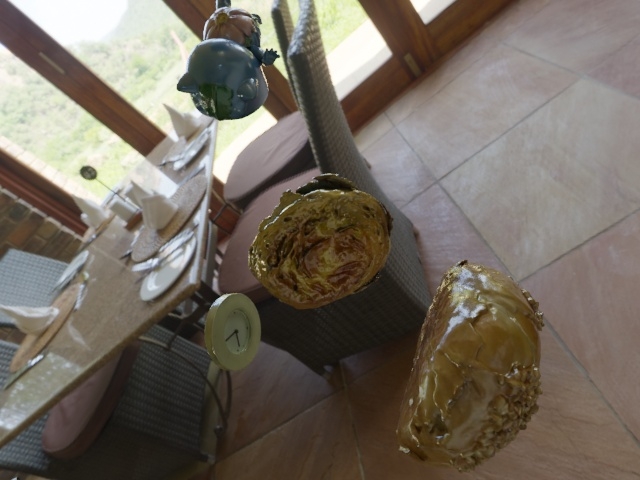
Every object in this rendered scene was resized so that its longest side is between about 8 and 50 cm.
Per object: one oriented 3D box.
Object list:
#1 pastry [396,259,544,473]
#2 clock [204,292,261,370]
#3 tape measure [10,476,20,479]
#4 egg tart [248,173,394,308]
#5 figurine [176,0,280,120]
[{"bbox_3d":[0.220,0.180,0.593,0.162,0.255,0.310,17,39,12],"label":"pastry"},{"bbox_3d":[-0.260,0.277,1.254,0.029,0.235,0.234,-8,47,27],"label":"clock"},{"bbox_3d":[-0.409,0.438,0.658,0.107,0.179,0.104,-29,41,-29],"label":"tape measure"},{"bbox_3d":[0.000,0.000,0.820,0.297,0.297,0.132,-37,31,17],"label":"egg tart"},{"bbox_3d":[-0.117,-0.227,0.550,0.144,0.114,0.178,125,151,-66],"label":"figurine"}]
